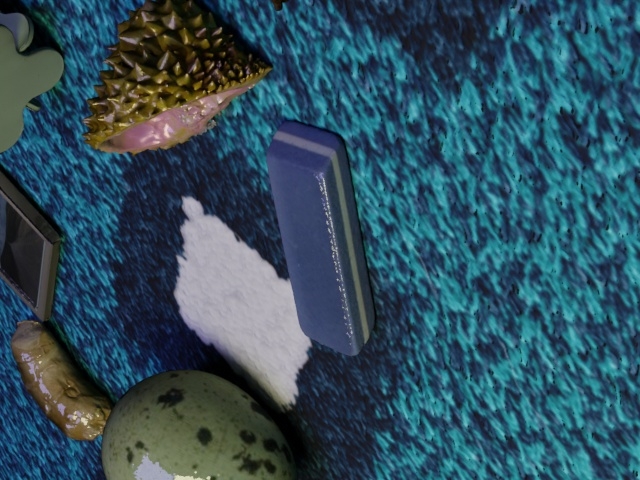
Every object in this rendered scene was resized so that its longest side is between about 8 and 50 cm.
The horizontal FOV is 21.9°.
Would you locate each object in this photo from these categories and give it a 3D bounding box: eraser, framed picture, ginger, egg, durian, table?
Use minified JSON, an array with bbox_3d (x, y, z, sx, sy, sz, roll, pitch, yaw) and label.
[{"bbox_3d":[0.000,0.000,1.540,0.082,0.036,0.225,20,132,42],"label":"eraser"},{"bbox_3d":[-0.411,-0.036,2.050,0.260,0.023,0.189,45,148,16],"label":"framed picture"},{"bbox_3d":[-0.329,0.181,2.083,0.190,0.069,0.095,47,130,14],"label":"ginger"},{"bbox_3d":[-0.128,0.235,1.780,0.228,0.177,0.177,22,135,21],"label":"egg"},{"bbox_3d":[-0.147,-0.141,1.551,0.132,0.165,0.182,34,179,-22],"label":"durian"},{"bbox_3d":[-0.398,-0.209,1.775,0.198,0.166,0.166,42,145,34],"label":"table"}]

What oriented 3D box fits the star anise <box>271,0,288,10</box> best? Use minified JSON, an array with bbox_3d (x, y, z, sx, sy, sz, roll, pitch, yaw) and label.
[{"bbox_3d":[-0.057,-0.296,1.279,0.237,0.148,0.346,43,149,-21],"label":"star anise"}]
